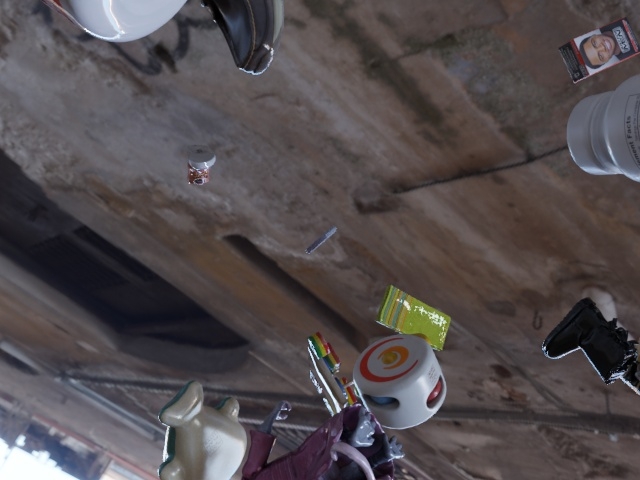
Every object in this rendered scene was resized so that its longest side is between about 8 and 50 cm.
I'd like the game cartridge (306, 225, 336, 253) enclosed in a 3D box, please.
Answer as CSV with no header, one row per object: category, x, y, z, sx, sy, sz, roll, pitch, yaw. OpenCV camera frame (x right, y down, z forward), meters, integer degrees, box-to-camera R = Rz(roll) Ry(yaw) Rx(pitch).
game cartridge,0.000,0.000,1.723,0.083,0.017,0.056,-42,-179,43

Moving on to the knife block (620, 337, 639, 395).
knife block,0.619,0.177,1.233,0.275,0.088,0.242,-40,164,-22

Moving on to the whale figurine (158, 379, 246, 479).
whale figurine,-0.259,0.389,1.460,0.141,0.272,0.216,19,-128,37

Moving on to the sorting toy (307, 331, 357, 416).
sorting toy,0.027,0.273,1.412,0.046,0.274,0.132,-27,-114,-13

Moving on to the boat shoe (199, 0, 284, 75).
boat shoe,-0.157,-0.404,1.118,0.132,0.130,0.355,-51,-131,49

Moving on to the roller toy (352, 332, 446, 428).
roller toy,0.178,0.309,1.630,0.209,0.146,0.191,-26,-153,-3

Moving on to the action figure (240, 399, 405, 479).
action figure,-0.033,0.453,1.332,0.370,0.248,0.276,-26,-169,14

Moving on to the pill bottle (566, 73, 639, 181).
pill bottle,0.403,-0.132,0.824,0.131,0.131,0.229,-57,-158,-14

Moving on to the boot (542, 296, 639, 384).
boot,0.356,0.146,0.957,0.099,0.045,0.121,58,-41,35

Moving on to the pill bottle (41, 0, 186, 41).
pill bottle,-0.277,-0.346,0.709,0.181,0.323,0.181,-49,164,-20

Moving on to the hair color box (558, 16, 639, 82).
hair color box,0.499,-0.340,1.287,0.141,0.072,0.043,-27,-177,-23

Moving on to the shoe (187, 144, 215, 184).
shoe,-0.280,-0.167,1.690,0.178,0.063,0.081,-128,-145,-66

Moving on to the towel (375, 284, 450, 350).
towel,0.251,0.207,1.907,0.021,0.237,0.102,1,-113,57
